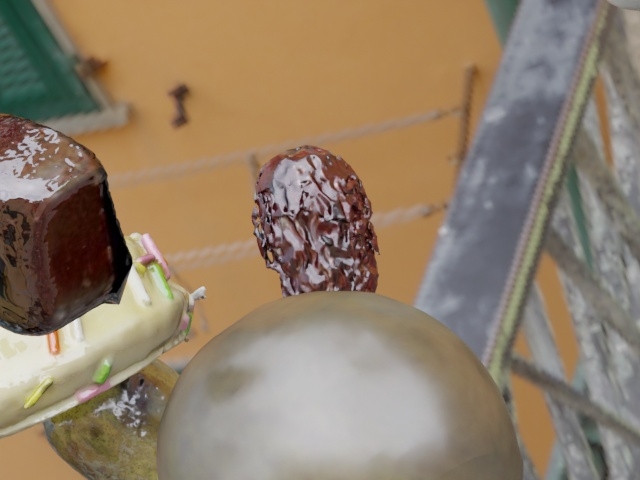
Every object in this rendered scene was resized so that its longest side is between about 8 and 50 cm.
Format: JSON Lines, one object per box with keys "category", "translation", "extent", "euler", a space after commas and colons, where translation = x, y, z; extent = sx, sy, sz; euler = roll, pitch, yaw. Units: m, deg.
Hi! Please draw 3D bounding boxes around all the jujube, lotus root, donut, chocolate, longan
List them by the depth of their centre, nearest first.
{"category": "chocolate", "translation": [-0.177, -0.002, 1.007], "extent": [0.125, 0.148, 0.080], "euler": [-23, 18, 50]}
{"category": "longan", "translation": [0.017, 0.153, 1.084], "extent": [0.248, 0.248, 0.248], "euler": [-14, 45, 15]}
{"category": "jujube", "translation": [0.004, -0.001, 1.464], "extent": [0.104, 0.165, 0.104], "euler": [-19, 0, 0]}
{"category": "donut", "translation": [-0.315, 0.109, 1.681], "extent": [0.371, 0.150, 0.307], "euler": [-23, 4, 10]}
{"category": "lotus root", "translation": [-0.225, 0.182, 1.845], "extent": [0.154, 0.278, 0.154], "euler": [-47, 19, 22]}

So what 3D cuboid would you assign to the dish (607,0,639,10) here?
{"category": "dish", "translation": [0.289, -0.247, 1.173], "extent": [0.212, 0.151, 0.077], "euler": [-33, 46, -9]}
